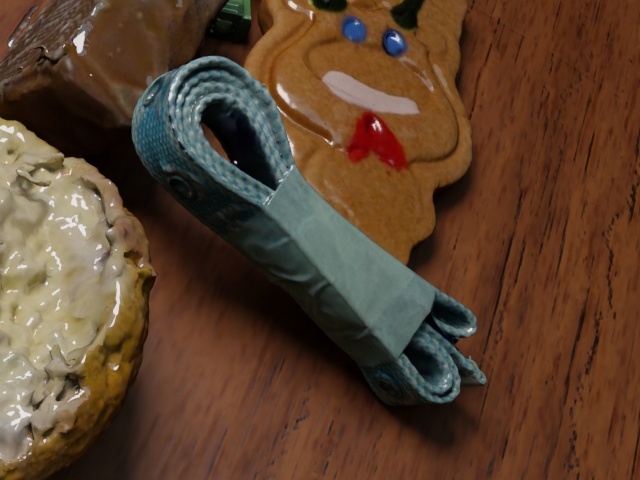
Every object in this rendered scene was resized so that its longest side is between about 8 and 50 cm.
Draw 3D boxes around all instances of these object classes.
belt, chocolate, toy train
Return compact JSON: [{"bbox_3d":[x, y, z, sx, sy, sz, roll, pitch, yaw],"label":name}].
[{"bbox_3d":[0.000,0.000,0.816,0.302,0.072,0.087,45,59,-20],"label":"belt"},{"bbox_3d":[-0.140,-0.155,0.879,0.093,0.148,0.214,49,53,-26],"label":"chocolate"},{"bbox_3d":[-0.085,-0.202,0.995,0.056,0.038,0.093,10,56,-22],"label":"toy train"}]

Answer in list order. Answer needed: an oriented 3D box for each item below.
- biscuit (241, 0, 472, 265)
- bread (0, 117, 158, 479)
[{"bbox_3d":[0.032,-0.121,0.964,0.202,0.047,0.334,17,59,-21],"label":"biscuit"},{"bbox_3d":[-0.235,0.043,0.718,0.274,0.149,0.274,6,62,-11],"label":"bread"}]
